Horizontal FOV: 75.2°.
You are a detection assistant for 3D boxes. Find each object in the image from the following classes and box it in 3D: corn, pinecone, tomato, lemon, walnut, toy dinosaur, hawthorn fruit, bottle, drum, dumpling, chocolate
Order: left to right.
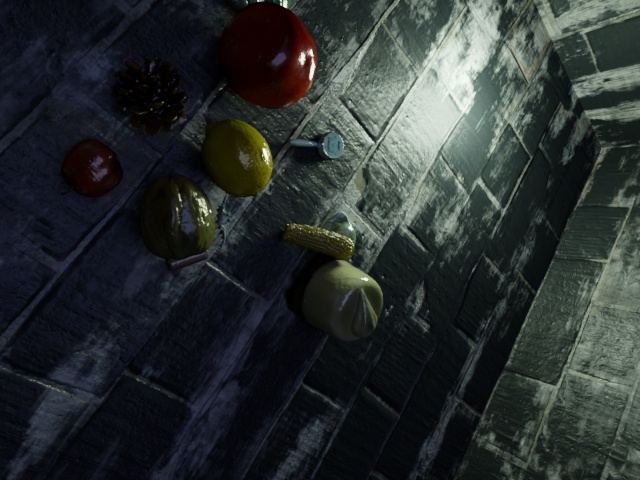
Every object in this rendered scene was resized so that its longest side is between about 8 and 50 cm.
[{"bbox_3d":[-0.685,-0.197,1.220,0.194,0.157,0.157,-51,118,-23],"label":"hawthorn fruit"},{"bbox_3d":[-0.524,-0.458,1.286,0.229,0.201,0.202,44,53,-2],"label":"pinecone"},{"bbox_3d":[-0.459,-0.073,1.340,0.228,0.283,0.282,-4,97,-3],"label":"walnut"},{"bbox_3d":[-0.464,0.061,1.449,0.140,0.053,0.053,-20,105,-32],"label":"bottle"},{"bbox_3d":[-0.352,-0.060,1.499,0.039,0.082,0.208,3,94,-30],"label":"toy dinosaur"},{"bbox_3d":[-0.285,-0.281,1.440,0.235,0.236,0.263,-54,139,-18],"label":"lemon"},{"bbox_3d":[-0.176,-0.630,1.442,0.293,0.290,0.324,35,76,-59],"label":"tomato"},{"bbox_3d":[-0.012,-0.414,1.717,0.253,0.049,0.129,15,86,-34],"label":"drum"},{"bbox_3d":[0.000,0.000,1.687,0.311,0.101,0.101,17,84,-8],"label":"corn"},{"bbox_3d":[0.086,-0.010,1.781,0.153,0.108,0.218,-20,102,-32],"label":"dumpling"},{"bbox_3d":[0.093,0.240,1.682,0.326,0.297,0.314,44,75,-29],"label":"chocolate"}]

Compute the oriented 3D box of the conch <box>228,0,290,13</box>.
[{"bbox_3d":[-0.230,-0.873,1.474,0.277,0.196,0.220,-50,151,-48],"label":"conch"}]
